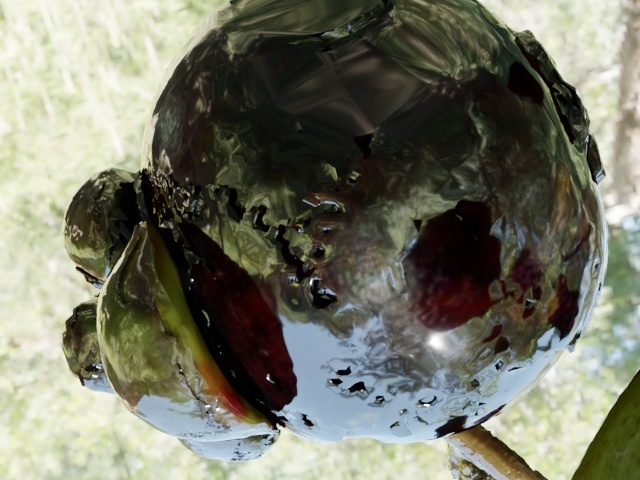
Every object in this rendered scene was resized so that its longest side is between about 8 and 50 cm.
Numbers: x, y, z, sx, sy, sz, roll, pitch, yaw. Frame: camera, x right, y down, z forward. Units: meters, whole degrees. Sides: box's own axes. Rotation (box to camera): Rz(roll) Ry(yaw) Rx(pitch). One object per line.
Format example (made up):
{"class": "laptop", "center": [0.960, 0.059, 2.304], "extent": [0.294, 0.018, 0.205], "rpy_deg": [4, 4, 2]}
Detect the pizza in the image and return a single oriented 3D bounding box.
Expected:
{"class": "pizza", "center": [0.152, 0.216, 1.323], "extent": [0.052, 0.185, 0.195], "rpy_deg": [-49, -179, -10]}

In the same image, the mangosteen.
{"class": "mangosteen", "center": [0.007, -0.019, 1.057], "extent": [0.421, 0.381, 0.381], "rpy_deg": [-13, -173, -14]}

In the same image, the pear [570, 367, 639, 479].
{"class": "pear", "center": [0.289, 0.189, 0.671], "extent": [0.352, 0.413, 0.352], "rpy_deg": [-2, -177, 0]}
